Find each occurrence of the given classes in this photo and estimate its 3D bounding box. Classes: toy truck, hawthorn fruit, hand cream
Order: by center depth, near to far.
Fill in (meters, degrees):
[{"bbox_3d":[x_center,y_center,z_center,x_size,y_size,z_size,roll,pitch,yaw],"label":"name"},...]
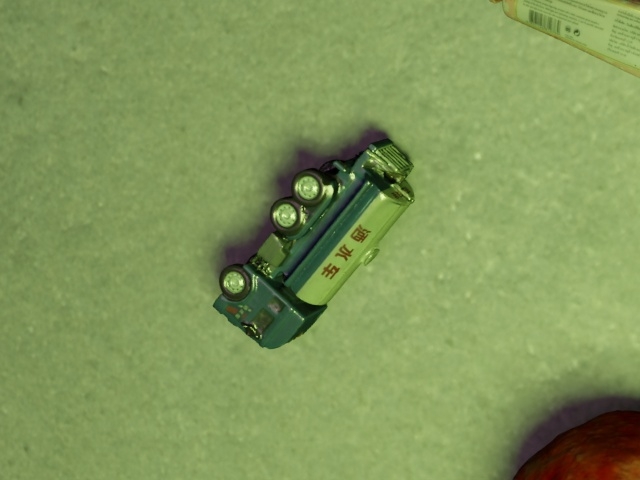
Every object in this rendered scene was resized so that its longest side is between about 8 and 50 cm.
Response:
[{"bbox_3d":[0.228,0.222,1.198,0.190,0.251,0.189,0,96,0],"label":"hawthorn fruit"},{"bbox_3d":[0.217,-0.162,1.244,0.210,0.043,0.067,28,116,31],"label":"hand cream"},{"bbox_3d":[0.000,0.000,1.379,0.088,0.074,0.201,42,112,8],"label":"toy truck"}]
